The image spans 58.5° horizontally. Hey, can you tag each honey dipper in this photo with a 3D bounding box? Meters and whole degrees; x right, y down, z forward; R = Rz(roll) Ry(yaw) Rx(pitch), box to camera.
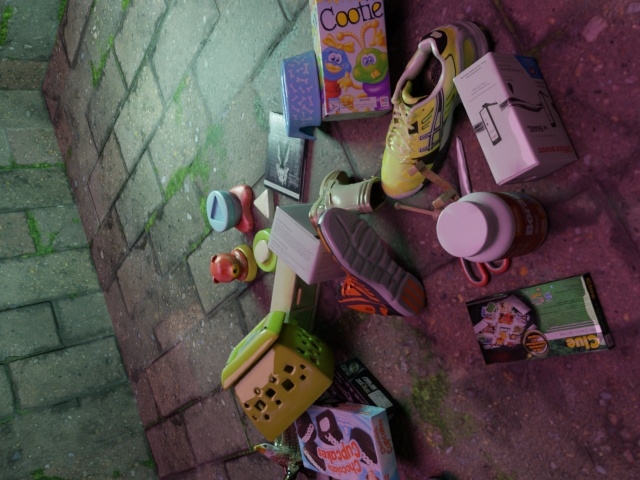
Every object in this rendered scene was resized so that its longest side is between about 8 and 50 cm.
[{"bbox_3d":[0.219,-0.065,1.240,0.161,0.030,0.030,19,113,49],"label":"honey dipper"}]

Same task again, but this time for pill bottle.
[{"bbox_3d":[0.298,-0.024,0.994,0.121,0.216,0.121,5,97,42],"label":"pill bottle"}]

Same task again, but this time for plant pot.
[{"bbox_3d":[-0.113,0.322,1.453,0.207,0.227,0.228,44,98,-6],"label":"plant pot"}]

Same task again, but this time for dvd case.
[{"bbox_3d":[-0.096,-0.234,1.590,0.164,0.018,0.221,27,117,43],"label":"dvd case"}]

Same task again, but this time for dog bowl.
[{"bbox_3d":[-0.050,-0.332,1.348,0.297,0.074,0.166,136,127,-85],"label":"dog bowl"}]

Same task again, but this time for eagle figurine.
[{"bbox_3d":[-0.105,0.606,1.701,0.226,0.225,0.298,-16,48,13],"label":"eagle figurine"}]

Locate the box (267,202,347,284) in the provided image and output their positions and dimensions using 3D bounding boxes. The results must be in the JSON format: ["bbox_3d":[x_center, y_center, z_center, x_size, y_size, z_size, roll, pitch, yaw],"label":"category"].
[{"bbox_3d":[0.000,0.000,1.398,0.182,0.181,0.119,40,125,38],"label":"box"}]

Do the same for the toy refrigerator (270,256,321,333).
[{"bbox_3d":[-0.064,0.146,1.574,0.094,0.102,0.269,33,122,42],"label":"toy refrigerator"}]

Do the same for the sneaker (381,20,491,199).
[{"bbox_3d":[0.187,-0.251,1.141,0.145,0.147,0.384,44,132,33],"label":"sneaker"}]

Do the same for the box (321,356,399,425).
[{"bbox_3d":[0.096,0.417,1.461,0.180,0.077,0.147,44,130,36],"label":"box"}]

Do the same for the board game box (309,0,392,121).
[{"bbox_3d":[0.061,-0.404,1.222,0.144,0.142,0.275,-132,36,-83],"label":"board game box"}]

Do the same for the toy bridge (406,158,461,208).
[{"bbox_3d":[0.246,-0.086,1.137,0.188,0.063,0.026,53,138,-1],"label":"toy bridge"}]

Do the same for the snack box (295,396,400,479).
[{"bbox_3d":[0.053,0.496,1.421,0.322,0.060,0.187,-10,92,52],"label":"snack box"}]

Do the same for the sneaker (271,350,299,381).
[{"bbox_3d":[-0.157,0.351,1.691,0.296,0.131,0.112,-27,39,44],"label":"sneaker"}]

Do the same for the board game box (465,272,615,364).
[{"bbox_3d":[0.399,0.154,1.073,0.260,0.030,0.136,-24,78,50],"label":"board game box"}]

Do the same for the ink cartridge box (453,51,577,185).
[{"bbox_3d":[0.333,-0.206,0.974,0.086,0.148,0.203,-31,75,47],"label":"ink cartridge box"}]

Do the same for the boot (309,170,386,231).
[{"bbox_3d":[0.076,-0.111,1.321,0.165,0.213,0.077,-17,119,30],"label":"boot"}]

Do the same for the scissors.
[{"bbox_3d":[0.293,-0.055,1.157,0.109,0.021,0.297,-31,75,49],"label":"scissors"}]

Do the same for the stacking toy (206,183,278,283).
[{"bbox_3d":[-0.251,-0.016,1.740,0.279,0.130,0.309,-7,94,51],"label":"stacking toy"}]

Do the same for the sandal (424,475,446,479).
[{"bbox_3d":[0.278,0.644,1.324,0.097,0.054,0.254,27,128,52],"label":"sandal"}]

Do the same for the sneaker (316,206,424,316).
[{"bbox_3d":[0.072,0.070,1.280,0.321,0.124,0.180,48,144,-18],"label":"sneaker"}]
